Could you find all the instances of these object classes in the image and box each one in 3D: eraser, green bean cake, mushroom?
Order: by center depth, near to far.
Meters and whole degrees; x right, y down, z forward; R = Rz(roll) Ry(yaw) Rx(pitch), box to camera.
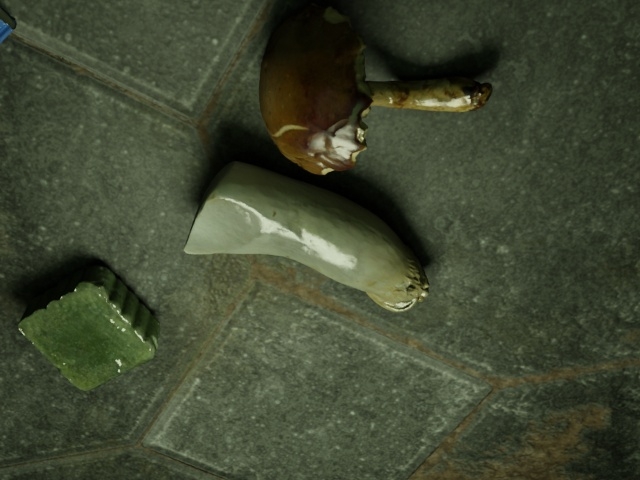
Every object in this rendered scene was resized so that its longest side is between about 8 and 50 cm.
[{"bbox_3d":[0.052,-0.183,1.519,0.302,0.208,0.233,26,165,-28],"label":"mushroom"},{"bbox_3d":[-0.484,-0.301,1.527,0.085,0.027,0.063,-34,118,24],"label":"eraser"},{"bbox_3d":[0.001,0.000,1.677,0.397,0.126,0.177,18,136,-12],"label":"mushroom"},{"bbox_3d":[-0.390,0.145,1.819,0.183,0.094,0.185,-27,121,22],"label":"green bean cake"}]
